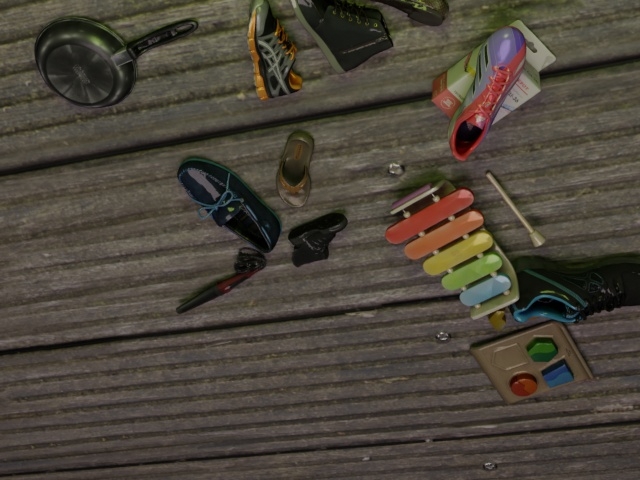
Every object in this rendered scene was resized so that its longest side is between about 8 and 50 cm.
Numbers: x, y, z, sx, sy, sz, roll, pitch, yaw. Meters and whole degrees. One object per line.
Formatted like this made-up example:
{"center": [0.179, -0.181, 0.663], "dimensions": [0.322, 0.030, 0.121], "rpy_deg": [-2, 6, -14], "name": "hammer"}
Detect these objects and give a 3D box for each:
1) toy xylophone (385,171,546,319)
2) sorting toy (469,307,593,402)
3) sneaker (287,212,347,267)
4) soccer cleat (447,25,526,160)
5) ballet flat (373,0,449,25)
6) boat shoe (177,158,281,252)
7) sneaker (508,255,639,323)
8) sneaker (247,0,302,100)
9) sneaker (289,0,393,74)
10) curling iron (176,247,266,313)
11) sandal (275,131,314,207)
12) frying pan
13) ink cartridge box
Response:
{"center": [0.296, -0.004, 1.948], "dimensions": [0.323, 0.081, 0.236], "rpy_deg": [44, 123, -13], "name": "toy xylophone"}
{"center": [0.463, 0.256, 2.213], "dimensions": [0.229, 0.041, 0.307], "rpy_deg": [-20, 126, 24], "name": "sorting toy"}
{"center": [0.000, 0.002, 2.045], "dimensions": [0.170, 0.051, 0.089], "rpy_deg": [-18, 127, 28], "name": "sneaker"}
{"center": [0.283, -0.246, 1.655], "dimensions": [0.083, 0.095, 0.248], "rpy_deg": [19, 132, -6], "name": "soccer cleat"}
{"center": [0.103, -0.435, 1.633], "dimensions": [0.250, 0.058, 0.084], "rpy_deg": [22, 171, -6], "name": "ballet flat"}
{"center": [-0.179, -0.071, 1.975], "dimensions": [0.258, 0.089, 0.109], "rpy_deg": [32, 128, -20], "name": "boat shoe"}
{"center": [0.551, 0.118, 2.009], "dimensions": [0.341, 0.139, 0.125], "rpy_deg": [-2, 132, 9], "name": "sneaker"}
{"center": [-0.083, -0.343, 1.727], "dimensions": [0.083, 0.084, 0.215], "rpy_deg": [-2, 141, 7], "name": "sneaker"}
{"center": [0.032, -0.395, 1.668], "dimensions": [0.118, 0.083, 0.222], "rpy_deg": [-23, 134, 20], "name": "sneaker"}
{"center": [-0.226, 0.095, 2.169], "dimensions": [0.274, 0.035, 0.068], "rpy_deg": [-34, 116, 31], "name": "curling iron"}
{"center": [-0.051, -0.133, 1.927], "dimensions": [0.072, 0.049, 0.180], "rpy_deg": [10, 132, -1], "name": "sandal"}
{"center": [-0.379, -0.319, 1.811], "dimensions": [0.326, 0.053, 0.197], "rpy_deg": [4, 133, 8], "name": "frying pan"}
{"center": [0.308, -0.285, 1.727], "dimensions": [0.115, 0.067, 0.198], "rpy_deg": [38, 126, -23], "name": "ink cartridge box"}
